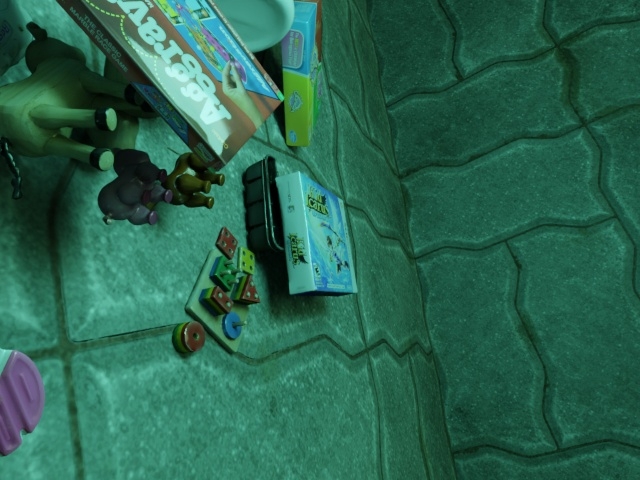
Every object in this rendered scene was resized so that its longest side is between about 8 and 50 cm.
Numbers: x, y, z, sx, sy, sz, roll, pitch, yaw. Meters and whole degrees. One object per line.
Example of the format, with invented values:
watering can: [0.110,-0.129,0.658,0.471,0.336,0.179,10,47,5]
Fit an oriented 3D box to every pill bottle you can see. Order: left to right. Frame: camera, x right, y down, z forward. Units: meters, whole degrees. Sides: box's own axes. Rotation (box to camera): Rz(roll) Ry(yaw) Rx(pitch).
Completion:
pill bottle: [-0.179,-0.607,0.894,0.210,0.210,0.362,19,59,-63]

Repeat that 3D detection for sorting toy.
sorting toy: [-0.153,0.094,0.743,0.132,0.046,0.274,58,28,-36]

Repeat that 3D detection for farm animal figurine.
farm animal figurine: [-0.231,-0.178,0.517,0.330,0.172,0.326,62,41,-82]

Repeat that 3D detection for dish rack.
dish rack: [-0.075,-0.050,0.977,0.271,0.074,0.208,28,53,-62]

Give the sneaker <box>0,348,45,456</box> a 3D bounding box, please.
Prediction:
sneaker: [-0.322,0.143,0.261,0.252,0.111,0.102,-25,114,-45]

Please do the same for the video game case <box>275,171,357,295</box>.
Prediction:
video game case: [0.000,0.000,0.961,0.269,0.061,0.244,19,60,-67]

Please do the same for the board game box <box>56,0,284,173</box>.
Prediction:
board game box: [-0.155,-0.212,0.397,0.281,0.027,0.145,50,45,-25]

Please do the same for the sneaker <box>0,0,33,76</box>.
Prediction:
sneaker: [-0.334,-0.181,0.399,0.152,0.114,0.304,5,72,-65]

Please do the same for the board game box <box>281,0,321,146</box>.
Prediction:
board game box: [-0.045,-0.447,1.132,0.242,0.064,0.316,-79,172,-46]
